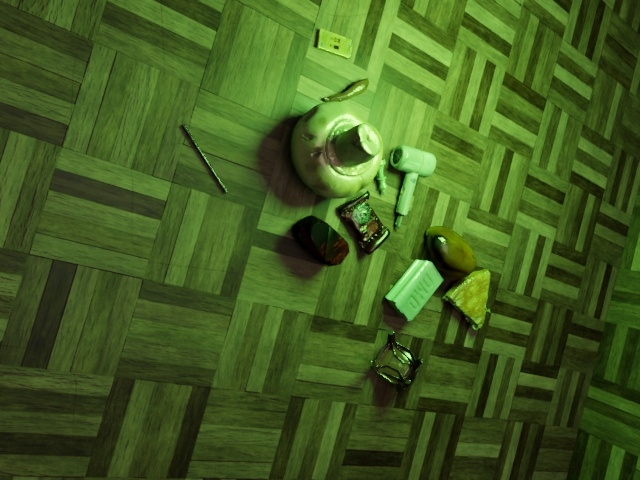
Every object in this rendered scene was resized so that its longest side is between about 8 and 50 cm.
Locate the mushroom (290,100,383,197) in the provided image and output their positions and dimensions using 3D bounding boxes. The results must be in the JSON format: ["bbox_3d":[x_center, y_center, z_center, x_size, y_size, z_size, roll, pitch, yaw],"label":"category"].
[{"bbox_3d":[0.083,-0.342,1.672,0.325,0.352,0.354,-39,115,-53],"label":"mushroom"}]

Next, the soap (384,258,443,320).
[{"bbox_3d":[0.410,0.214,2.003,0.261,0.094,0.150,-48,114,-16],"label":"soap"}]

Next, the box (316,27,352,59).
[{"bbox_3d":[0.055,-0.753,1.756,0.148,0.020,0.073,8,90,-28],"label":"box"}]

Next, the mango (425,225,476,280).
[{"bbox_3d":[0.581,0.061,2.042,0.287,0.152,0.202,38,72,-26],"label":"mango"}]

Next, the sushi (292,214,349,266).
[{"bbox_3d":[0.000,0.000,1.751,0.225,0.126,0.136,44,73,-30],"label":"sushi"}]

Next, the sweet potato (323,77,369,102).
[{"bbox_3d":[0.106,-0.577,1.788,0.214,0.050,0.050,-31,109,-19],"label":"sweet potato"}]

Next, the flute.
[{"bbox_3d":[-0.394,-0.277,1.570,0.014,0.014,0.270,-38,111,-20],"label":"flute"}]

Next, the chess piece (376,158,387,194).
[{"bbox_3d":[0.252,-0.261,1.893,0.059,0.059,0.149,-23,109,-24],"label":"chess piece"}]

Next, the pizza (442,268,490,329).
[{"bbox_3d":[0.711,0.305,2.189,0.279,0.075,0.288,-20,106,-21],"label":"pizza"}]

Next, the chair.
[{"bbox_3d":[0.336,0.540,1.988,0.176,0.183,0.326,-52,160,-15],"label":"chair"}]

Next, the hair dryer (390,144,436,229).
[{"bbox_3d":[0.360,-0.213,1.940,0.172,0.107,0.358,10,97,-26],"label":"hair dryer"}]

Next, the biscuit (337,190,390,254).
[{"bbox_3d":[0.184,-0.077,1.869,0.151,0.063,0.236,-39,109,-20],"label":"biscuit"}]
